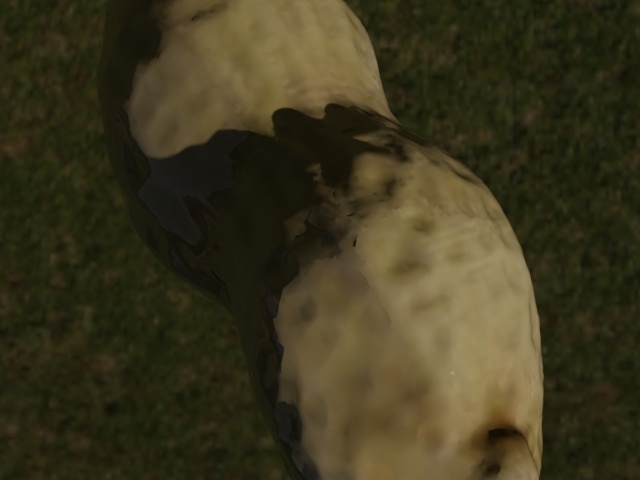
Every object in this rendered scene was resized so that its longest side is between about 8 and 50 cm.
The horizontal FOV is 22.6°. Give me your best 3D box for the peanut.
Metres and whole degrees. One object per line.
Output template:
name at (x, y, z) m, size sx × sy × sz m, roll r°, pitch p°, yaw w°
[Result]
peanut at (0.000, 0.000, 0.403) m, size 0.082 × 0.187 × 0.082 m, roll -27°, pitch 153°, yaw -15°
